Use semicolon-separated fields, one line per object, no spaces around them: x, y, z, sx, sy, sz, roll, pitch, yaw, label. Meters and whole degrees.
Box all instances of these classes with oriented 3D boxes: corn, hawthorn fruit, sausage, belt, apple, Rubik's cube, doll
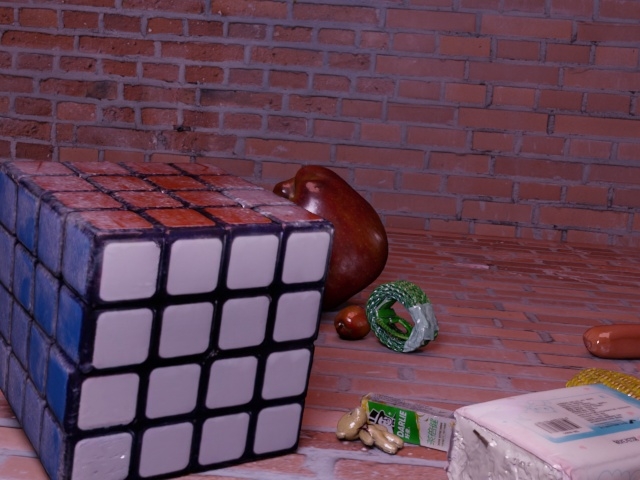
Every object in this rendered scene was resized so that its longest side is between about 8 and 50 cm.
0.467;0.260;1.248;0.115;0.115;0.318;2;10;-15;corn
0.064;0.168;1.735;0.077;0.077;0.077;4;10;-1;hawthorn fruit
0.628;0.205;1.745;0.194;0.077;0.077;2;10;-11;sausage
0.157;0.151;1.684;0.151;0.121;0.079;51;27;18;belt
0.000;0.000;1.935;0.288;0.316;0.288;-28;25;14;apple
-0.227;0.089;1.161;0.344;0.337;0.344;-2;21;-35;Rubik's cube
0.069;0.276;1.219;0.093;0.051;0.061;39;22;19;doll

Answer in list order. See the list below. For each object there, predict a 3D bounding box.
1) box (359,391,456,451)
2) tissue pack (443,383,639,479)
0.154;0.267;1.238;0.207;0.049;0.041;8;7;24;box
0.318;0.271;1.064;0.271;0.124;0.201;0;10;-31;tissue pack
